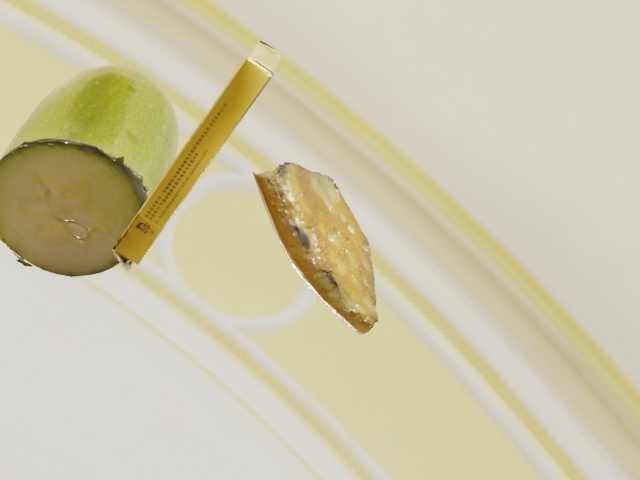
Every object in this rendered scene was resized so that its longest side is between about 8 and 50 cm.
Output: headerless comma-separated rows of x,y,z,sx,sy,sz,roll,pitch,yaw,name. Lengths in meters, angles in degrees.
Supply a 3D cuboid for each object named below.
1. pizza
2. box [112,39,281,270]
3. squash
0.000,0.000,0.874,0.036,0.099,0.160,-25,-75,27,pizza
-0.074,-0.052,0.640,0.020,0.073,0.149,35,-75,-9,box
-0.168,-0.072,0.813,0.123,0.186,0.123,4,-52,5,squash
